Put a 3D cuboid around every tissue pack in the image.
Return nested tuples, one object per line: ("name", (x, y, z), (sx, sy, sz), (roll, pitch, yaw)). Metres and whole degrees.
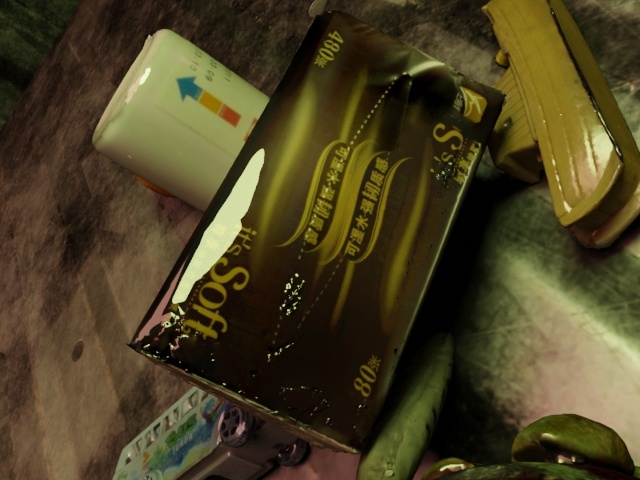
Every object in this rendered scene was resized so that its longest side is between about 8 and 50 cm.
("tissue pack", (0.000, 0.000, 0.560), (0.370, 0.210, 0.198), (-65, 4, -19))

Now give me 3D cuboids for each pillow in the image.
("pillow", (0.075, 0.167, 0.516), (0.051, 0.241, 0.093), (21, 117, 14))

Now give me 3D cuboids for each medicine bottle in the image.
("medicine bottle", (-0.116, -0.113, 0.727), (0.170, 0.293, 0.170), (-42, 30, 32))

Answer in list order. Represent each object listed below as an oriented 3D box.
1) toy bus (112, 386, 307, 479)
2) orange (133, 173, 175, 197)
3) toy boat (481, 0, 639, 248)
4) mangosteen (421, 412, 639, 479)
("toy bus", (-0.129, 0.246, 0.718), (0.329, 0.109, 0.136), (-42, 36, 19))
("orange", (-0.240, -0.189, 0.994), (0.240, 0.171, 0.240), (-20, 57, 34))
("toy boat", (0.223, -0.137, 0.585), (0.121, 0.089, 0.321), (-42, 44, 42))
("mangosteen", (0.137, 0.251, 0.345), (0.288, 0.288, 0.288), (-21, 56, 35))
